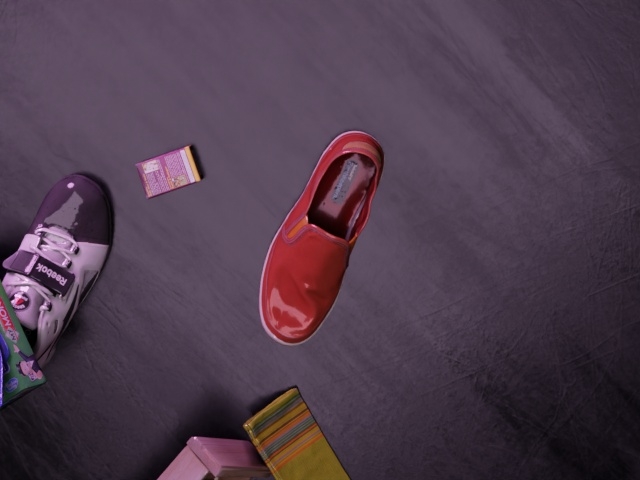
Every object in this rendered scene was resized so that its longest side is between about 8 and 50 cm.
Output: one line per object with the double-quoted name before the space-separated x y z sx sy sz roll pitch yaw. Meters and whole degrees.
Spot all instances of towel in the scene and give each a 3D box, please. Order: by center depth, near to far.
"towel" -0.015 0.344 1.721 0.102 0.021 0.237 -34 98 -27

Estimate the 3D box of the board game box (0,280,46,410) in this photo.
"board game box" -0.542 0.171 1.620 0.317 0.046 0.213 -32 81 28

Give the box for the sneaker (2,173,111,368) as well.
"sneaker" -0.394 0.067 1.646 0.122 0.146 0.331 21 96 -2

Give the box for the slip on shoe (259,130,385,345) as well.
"slip on shoe" 0.000 0.000 1.659 0.123 0.101 0.331 24 98 -5

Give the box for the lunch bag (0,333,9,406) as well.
"lunch bag" -0.480 0.169 1.507 0.129 0.151 0.096 -32 141 27

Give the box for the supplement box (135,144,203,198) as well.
"supplement box" -0.218 -0.099 1.673 0.083 0.043 0.055 -18 97 1

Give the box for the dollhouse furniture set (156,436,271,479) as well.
"dollhouse furniture set" -0.097 0.503 1.608 0.394 0.362 0.256 44 98 25
